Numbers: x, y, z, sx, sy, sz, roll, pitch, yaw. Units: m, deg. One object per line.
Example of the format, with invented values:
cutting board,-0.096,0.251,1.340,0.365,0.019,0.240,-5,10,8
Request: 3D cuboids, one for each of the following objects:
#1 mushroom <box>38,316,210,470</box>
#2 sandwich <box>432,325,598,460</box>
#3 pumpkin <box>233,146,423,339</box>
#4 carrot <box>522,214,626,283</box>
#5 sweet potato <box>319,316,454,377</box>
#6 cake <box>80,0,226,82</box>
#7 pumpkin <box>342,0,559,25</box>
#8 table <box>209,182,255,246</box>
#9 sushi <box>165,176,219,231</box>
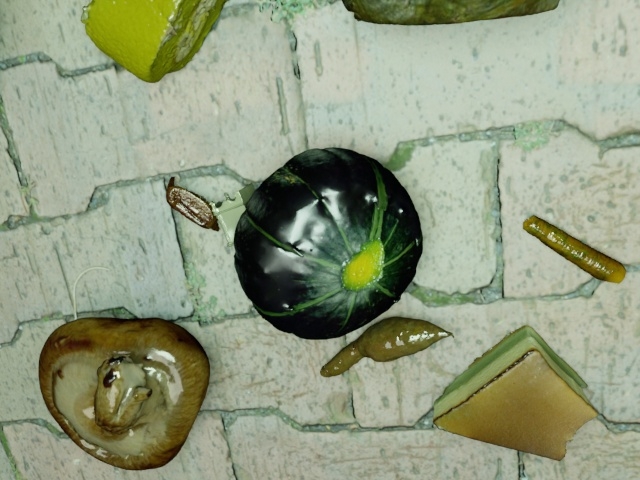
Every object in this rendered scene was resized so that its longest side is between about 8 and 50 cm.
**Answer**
mushroom,-0.375,0.282,1.068,0.345,0.259,0.346,4,109,12
sandwich,0.329,0.285,0.982,0.186,0.108,0.220,46,110,-4
pumpkin,0.000,0.000,0.905,0.295,0.296,0.296,4,110,12
carrot,0.395,0.014,0.908,0.170,0.042,0.042,32,113,1
sweet potato,0.103,0.181,1.023,0.269,0.075,0.075,-25,102,29
cake,-0.232,-0.362,0.851,0.156,0.179,0.260,37,112,0
pumpkin,0.149,-0.390,0.704,0.256,0.303,0.225,-15,117,-21
table,-0.138,-0.045,0.995,0.062,0.079,0.083,-19,102,17
sushi,-0.224,-0.059,1.026,0.120,0.055,0.052,32,102,-10
